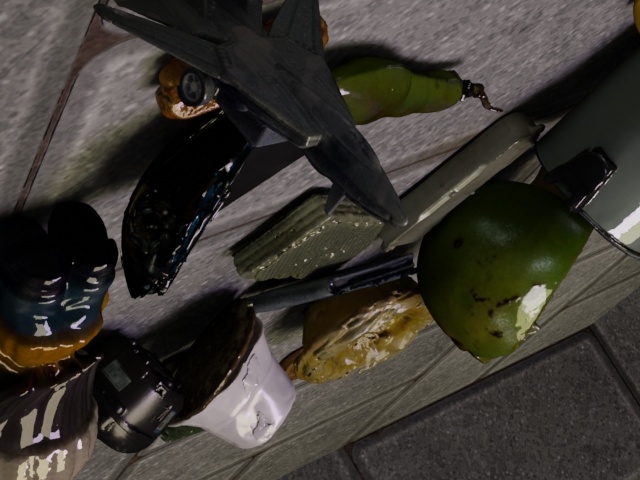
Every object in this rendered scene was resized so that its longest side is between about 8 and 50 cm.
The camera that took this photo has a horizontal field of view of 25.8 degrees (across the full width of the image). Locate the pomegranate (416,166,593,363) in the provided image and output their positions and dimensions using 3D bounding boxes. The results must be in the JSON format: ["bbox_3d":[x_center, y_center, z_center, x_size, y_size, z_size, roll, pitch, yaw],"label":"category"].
[{"bbox_3d":[0.274,-0.004,2.053,0.358,0.216,0.310,-62,169,-2],"label":"pomegranate"}]

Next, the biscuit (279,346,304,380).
[{"bbox_3d":[-0.009,0.206,2.493,0.236,0.040,0.144,-33,160,1],"label":"biscuit"}]

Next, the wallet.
[{"bbox_3d":[0.018,0.061,1.959,0.167,0.036,0.222,-14,179,39],"label":"wallet"}]

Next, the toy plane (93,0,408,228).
[{"bbox_3d":[-0.027,-0.097,1.014,0.212,0.267,0.088,-17,154,-43],"label":"toy plane"}]

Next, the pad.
[{"bbox_3d":[-0.059,-0.085,1.496,0.193,0.004,0.116,-33,165,11],"label":"pad"}]

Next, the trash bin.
[{"bbox_3d":[0.450,-0.139,1.836,0.262,0.217,0.277,-45,161,23],"label":"trash bin"}]

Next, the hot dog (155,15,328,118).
[{"bbox_3d":[-0.063,-0.152,1.191,0.165,0.045,0.071,-25,162,-20],"label":"hot dog"}]

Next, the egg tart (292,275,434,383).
[{"bbox_3d":[0.066,0.125,2.201,0.288,0.118,0.288,-27,167,-7],"label":"egg tart"}]

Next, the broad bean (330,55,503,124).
[{"bbox_3d":[0.081,-0.156,1.441,0.075,0.067,0.325,-4,-176,34],"label":"broad bean"}]

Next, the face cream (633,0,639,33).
[{"bbox_3d":[0.504,-0.307,1.719,0.273,0.078,0.078,-21,162,-32],"label":"face cream"}]

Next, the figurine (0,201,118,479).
[{"bbox_3d":[-0.286,0.129,1.366,0.185,0.204,0.332,-15,158,-40],"label":"figurine"}]

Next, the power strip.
[{"bbox_3d":[0.187,-0.082,1.897,0.286,0.048,0.080,-39,165,29],"label":"power strip"}]

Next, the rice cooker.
[{"bbox_3d":[-0.251,0.194,1.778,0.118,0.142,0.203,-42,169,-2],"label":"rice cooker"}]

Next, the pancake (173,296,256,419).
[{"bbox_3d":[-0.147,0.158,1.875,0.199,0.021,0.199,-46,-160,23],"label":"pancake"}]

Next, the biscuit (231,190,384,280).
[{"bbox_3d":[0.000,0.000,1.794,0.150,0.052,0.252,-35,167,19],"label":"biscuit"}]

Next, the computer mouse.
[{"bbox_3d":[-0.124,-0.052,1.292,0.242,0.077,0.146,-58,-176,8],"label":"computer mouse"}]

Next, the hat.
[{"bbox_3d":[-0.116,0.212,1.948,0.203,0.126,0.203,-37,-154,21],"label":"hat"}]

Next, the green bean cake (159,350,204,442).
[{"bbox_3d":[-0.169,0.224,2.114,0.173,0.094,0.181,-20,161,-32],"label":"green bean cake"}]
